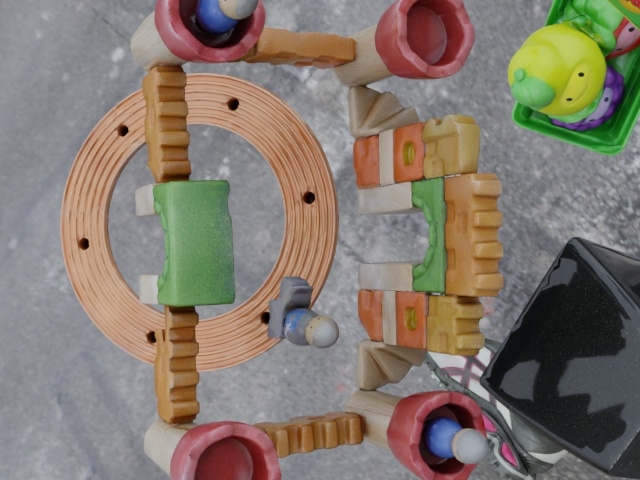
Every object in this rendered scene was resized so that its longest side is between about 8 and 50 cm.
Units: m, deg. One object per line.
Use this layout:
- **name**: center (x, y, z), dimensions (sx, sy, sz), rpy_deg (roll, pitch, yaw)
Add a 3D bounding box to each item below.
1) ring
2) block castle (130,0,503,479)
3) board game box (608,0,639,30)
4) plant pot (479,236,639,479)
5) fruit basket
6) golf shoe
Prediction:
- **ring**: center (-0.139, -0.021, 1.030), dimensions (0.336, 0.032, 0.337), rpy_deg (-1, 87, 17)
- **block castle**: center (0.000, 0.000, 0.808), dimensions (0.212, 0.302, 0.454), rpy_deg (-3, 89, 62)
- **board game box**: center (0.162, -0.192, 0.490), dimensions (0.092, 0.181, 0.043), rpy_deg (-21, 48, 49)
- **plant pot**: center (0.306, 0.133, 0.899), dimensions (0.188, 0.188, 0.167), rpy_deg (-62, 33, 19)
- **fruit basket**: center (0.524, -0.347, 1.804), dimensions (0.282, 0.392, 0.392), rpy_deg (19, 81, 8)
- **golf shoe**: center (0.199, 0.154, 1.096), dimensions (0.120, 0.105, 0.273), rpy_deg (-41, 66, 11)
